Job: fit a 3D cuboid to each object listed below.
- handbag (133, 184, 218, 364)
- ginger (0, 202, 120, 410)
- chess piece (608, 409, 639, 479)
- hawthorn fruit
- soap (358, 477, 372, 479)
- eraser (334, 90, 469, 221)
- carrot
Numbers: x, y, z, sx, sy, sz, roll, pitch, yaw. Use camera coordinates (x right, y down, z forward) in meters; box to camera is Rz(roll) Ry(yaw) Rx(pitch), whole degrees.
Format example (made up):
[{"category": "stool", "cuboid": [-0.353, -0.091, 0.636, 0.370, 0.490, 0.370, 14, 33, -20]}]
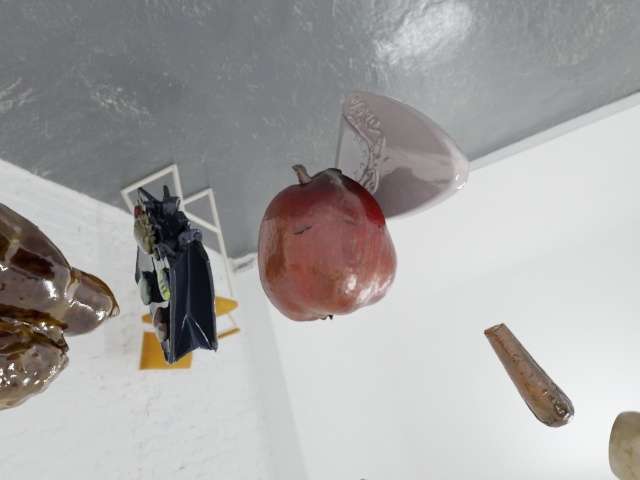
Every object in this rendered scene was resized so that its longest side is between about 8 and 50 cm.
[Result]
[{"category": "handbag", "cuboid": [-0.338, 0.070, 0.899, 0.122, 0.303, 0.329, -14, 134, -31]}, {"category": "ginger", "cuboid": [-0.443, 0.040, 0.448, 0.176, 0.254, 0.418, 0, 134, 31]}, {"category": "chess piece", "cuboid": [0.365, 0.240, 0.460, 0.084, 0.083, 0.038, -3, 179, -34]}, {"category": "hawthorn fruit", "cuboid": [0.000, 0.000, 0.515, 0.185, 0.202, 0.185, -15, -172, 2]}, {"category": "soap", "cuboid": [0.004, 0.223, 0.161, 0.258, 0.160, 0.080, -27, -158, -37]}, {"category": "eraser", "cuboid": [0.093, -0.109, 0.556, 0.059, 0.204, 0.243, 0, -165, -33]}, {"category": "carrot", "cuboid": [0.303, 0.196, 0.587, 0.055, 0.161, 0.055, -33, 171, -6]}]
